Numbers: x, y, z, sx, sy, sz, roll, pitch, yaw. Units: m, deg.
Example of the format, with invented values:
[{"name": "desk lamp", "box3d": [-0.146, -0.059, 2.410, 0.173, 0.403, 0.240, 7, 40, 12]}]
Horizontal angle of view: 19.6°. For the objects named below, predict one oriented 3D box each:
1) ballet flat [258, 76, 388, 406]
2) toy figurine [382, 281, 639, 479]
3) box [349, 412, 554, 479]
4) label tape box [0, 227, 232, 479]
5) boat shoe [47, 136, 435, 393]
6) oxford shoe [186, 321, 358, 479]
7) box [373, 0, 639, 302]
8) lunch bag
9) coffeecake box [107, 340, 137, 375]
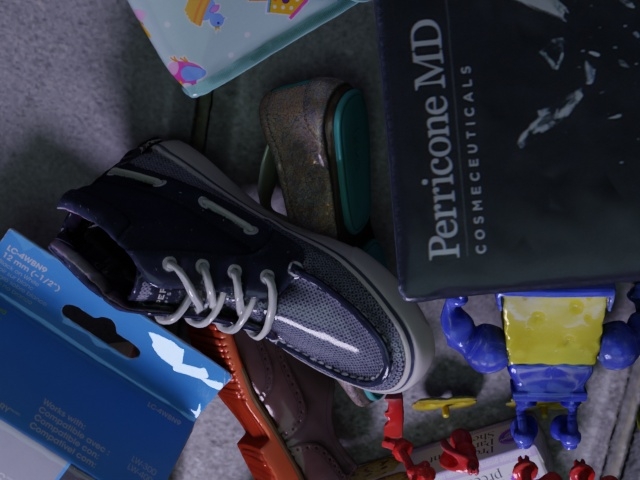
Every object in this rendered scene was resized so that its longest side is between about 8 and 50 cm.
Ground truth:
[{"name": "ballet flat", "box3d": [0.000, 0.000, 1.669, 0.106, 0.107, 0.316, 5, 113, 25]}, {"name": "toy figurine", "box3d": [0.235, 0.097, 1.643, 0.362, 0.191, 0.217, 0, 111, 3]}, {"name": "box", "box3d": [0.066, 0.251, 1.793, 0.324, 0.067, 0.063, -18, 113, 14]}, {"name": "label tape box", "box3d": [-0.281, 0.197, 1.694, 0.249, 0.115, 0.347, 34, 117, -10]}, {"name": "boat shoe", "box3d": [-0.077, 0.045, 1.577, 0.340, 0.158, 0.127, 32, 127, 23]}, {"name": "oxford shoe", "box3d": [-0.050, 0.124, 1.743, 0.098, 0.097, 0.271, -28, 107, -19]}, {"name": "box", "box3d": [0.270, -0.216, 1.319, 0.472, 0.297, 0.480, -6, 91, 5]}, {"name": "lunch bag", "box3d": [-0.050, -0.275, 1.497, 0.262, 0.160, 0.223, -28, 107, 1]}, {"name": "coffeecake box", "box3d": [-0.236, 0.199, 1.791, 0.142, 0.068, 0.185, -6, 115, 9]}]
